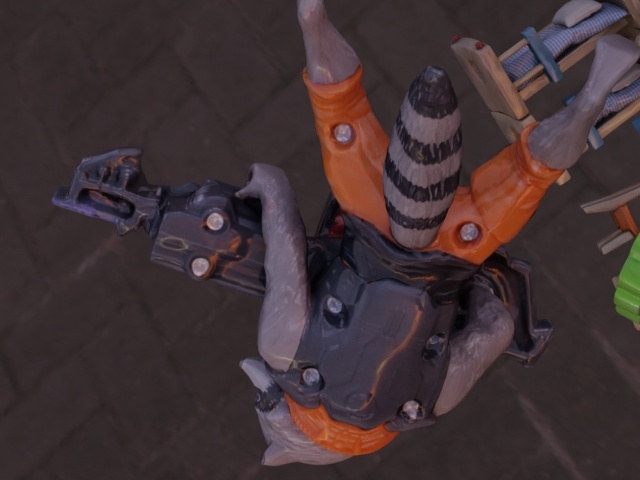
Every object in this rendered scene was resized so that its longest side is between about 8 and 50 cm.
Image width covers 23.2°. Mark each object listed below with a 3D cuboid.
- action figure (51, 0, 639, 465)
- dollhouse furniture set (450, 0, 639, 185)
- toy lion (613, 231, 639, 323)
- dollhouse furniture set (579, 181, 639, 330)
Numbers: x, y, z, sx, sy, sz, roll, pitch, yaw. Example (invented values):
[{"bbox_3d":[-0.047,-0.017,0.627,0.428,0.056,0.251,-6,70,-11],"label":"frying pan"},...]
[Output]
[{"bbox_3d":[0.000,0.000,0.940,0.178,0.341,0.330,-84,7,-59],"label":"action figure"},{"bbox_3d":[0.205,-0.123,1.135,0.129,0.129,0.183,-37,19,-5],"label":"dollhouse furniture set"},{"bbox_3d":[0.175,-0.005,0.757,0.034,0.100,0.096,28,107,24],"label":"toy lion"},{"bbox_3d":[0.428,0.053,1.858,0.135,0.259,0.262,-24,90,8],"label":"dollhouse furniture set"}]
